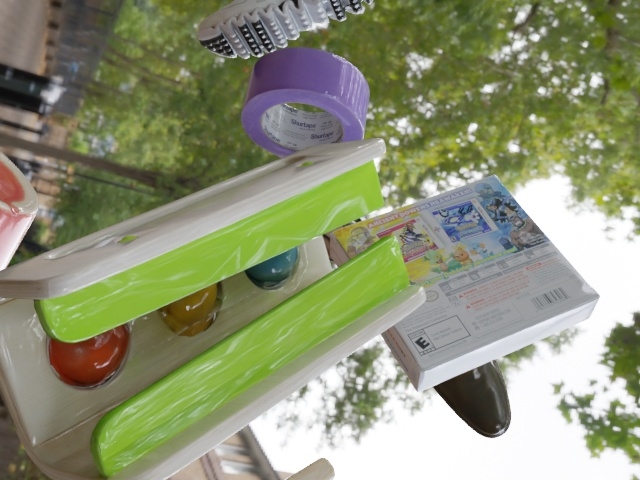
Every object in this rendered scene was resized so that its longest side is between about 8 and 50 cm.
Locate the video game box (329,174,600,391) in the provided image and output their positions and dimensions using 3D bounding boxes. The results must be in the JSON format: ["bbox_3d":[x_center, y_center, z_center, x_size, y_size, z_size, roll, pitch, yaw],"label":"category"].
[{"bbox_3d":[0.139,0.035,0.845,0.048,0.205,0.187,94,-28,-51],"label":"video game box"}]

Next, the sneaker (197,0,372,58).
[{"bbox_3d":[-0.062,-0.384,1.333,0.110,0.292,0.118,69,-1,-71],"label":"sneaker"}]

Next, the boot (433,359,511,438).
[{"bbox_3d":[0.149,0.125,0.934,0.219,0.082,0.106,62,3,8],"label":"boot"}]

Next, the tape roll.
[{"bbox_3d":[-0.022,-0.203,1.281,0.189,0.189,0.080,138,-33,-57],"label":"tape roll"}]

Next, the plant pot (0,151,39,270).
[{"bbox_3d":[-0.446,-0.002,0.869,0.243,0.275,0.275,-48,-156,6],"label":"plant pot"}]

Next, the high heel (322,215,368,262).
[{"bbox_3d":[0.000,0.000,1.318,0.186,0.261,0.093,58,-46,45],"label":"high heel"}]

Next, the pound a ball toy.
[{"bbox_3d":[-0.074,0.079,0.536,0.136,0.319,0.208,-3,-71,46],"label":"pound a ball toy"}]
